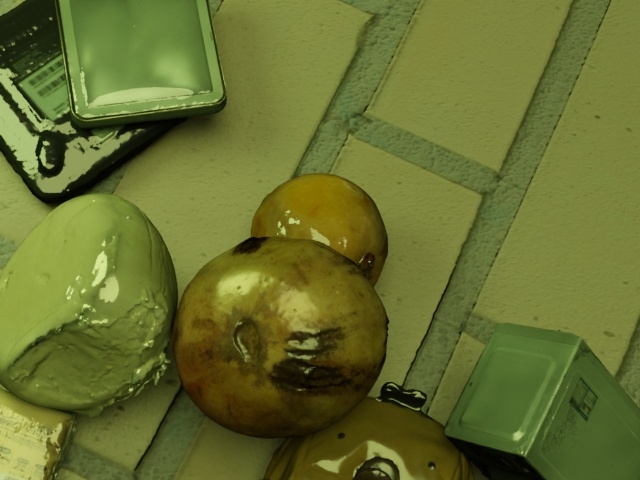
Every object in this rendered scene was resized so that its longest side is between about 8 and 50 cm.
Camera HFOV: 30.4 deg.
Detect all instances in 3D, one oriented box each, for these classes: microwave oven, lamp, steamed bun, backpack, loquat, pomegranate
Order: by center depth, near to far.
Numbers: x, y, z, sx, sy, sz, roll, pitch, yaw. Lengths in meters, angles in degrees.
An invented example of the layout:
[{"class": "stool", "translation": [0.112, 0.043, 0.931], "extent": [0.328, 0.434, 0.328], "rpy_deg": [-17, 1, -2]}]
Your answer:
[{"class": "pomegranate", "translation": [-0.058, 0.142, 1.755], "extent": [0.322, 0.322, 0.322], "rpy_deg": [2, 69, -5]}, {"class": "backpack", "translation": [0.063, 0.409, 1.802], "extent": [0.353, 0.201, 0.378], "rpy_deg": [18, 67, 0]}, {"class": "microwave oven", "translation": [0.354, 0.298, 1.820], "extent": [0.295, 0.181, 0.237], "rpy_deg": [46, 65, -36]}, {"class": "steamed bun", "translation": [-0.347, 0.099, 1.828], "extent": [0.233, 0.334, 0.312], "rpy_deg": [37, 38, -37]}, {"class": "loquat", "translation": [0.000, 0.000, 1.956], "extent": [0.238, 0.193, 0.238], "rpy_deg": [4, 45, -5]}, {"class": "lamp", "translation": [-0.310, -0.330, 2.026], "extent": [0.266, 0.047, 0.269], "rpy_deg": [-8, 70, -11]}]

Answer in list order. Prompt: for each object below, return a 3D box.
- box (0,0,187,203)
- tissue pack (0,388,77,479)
[{"class": "box", "translation": [-0.434, -0.275, 2.062], "extent": [0.359, 0.091, 0.350], "rpy_deg": [-38, 77, -18]}, {"class": "tissue pack", "translation": [-0.511, 0.323, 1.829], "extent": [0.222, 0.090, 0.186], "rpy_deg": [17, 71, 2]}]
